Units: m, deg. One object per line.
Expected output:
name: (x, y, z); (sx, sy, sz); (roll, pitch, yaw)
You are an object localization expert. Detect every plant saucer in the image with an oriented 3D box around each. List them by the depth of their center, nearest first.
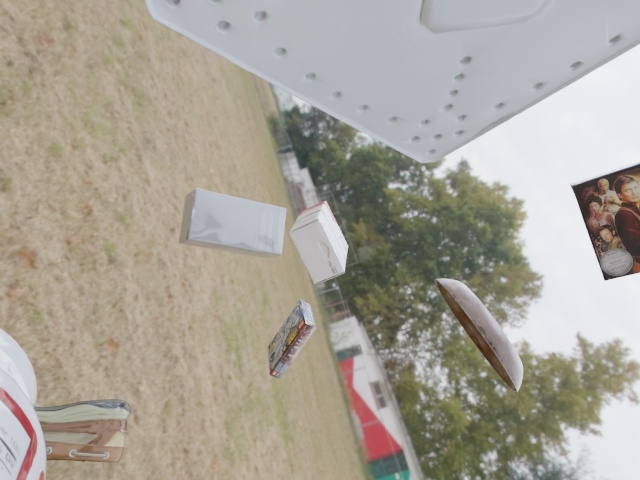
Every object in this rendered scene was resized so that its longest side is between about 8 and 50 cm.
plant saucer: (0.377, 0.208, 1.143); (0.310, 0.050, 0.310); (57, 3, -5)

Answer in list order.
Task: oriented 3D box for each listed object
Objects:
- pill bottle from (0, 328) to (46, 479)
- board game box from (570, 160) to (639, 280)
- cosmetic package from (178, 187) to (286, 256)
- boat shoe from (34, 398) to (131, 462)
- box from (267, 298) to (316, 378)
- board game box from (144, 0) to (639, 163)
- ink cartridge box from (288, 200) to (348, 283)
pill bottle: (-0.283, 0.184, 0.247); (0.408, 0.229, 0.228); (-146, -144, -67)
board game box: (0.532, -0.050, 0.733); (0.042, 0.243, 0.165); (-26, 95, -63)
cosmetic package: (-0.211, -0.036, 1.182); (0.107, 0.238, 0.127); (-15, -114, 61)
boat shoe: (-0.484, 0.336, 0.797); (0.122, 0.324, 0.119); (135, -48, -58)
box: (-0.061, 0.199, 0.987); (0.027, 0.137, 0.094); (28, 17, -19)
board game box: (0.133, -0.227, 0.380); (0.390, 0.390, 0.050); (15, 56, -44)
ink cartridge box: (0.000, 0.000, 0.819); (0.099, 0.056, 0.135); (64, 12, -12)
